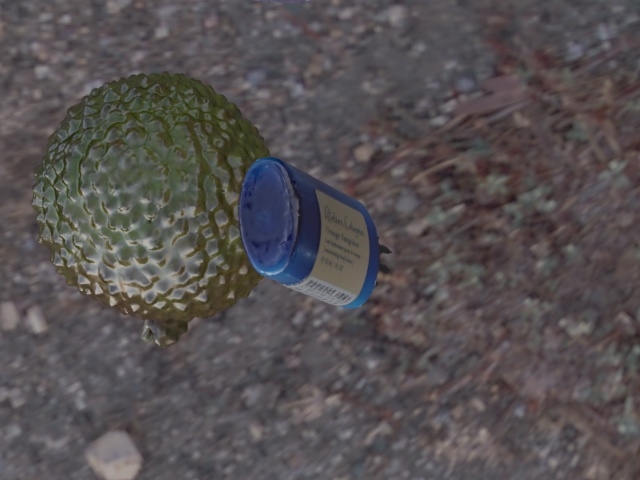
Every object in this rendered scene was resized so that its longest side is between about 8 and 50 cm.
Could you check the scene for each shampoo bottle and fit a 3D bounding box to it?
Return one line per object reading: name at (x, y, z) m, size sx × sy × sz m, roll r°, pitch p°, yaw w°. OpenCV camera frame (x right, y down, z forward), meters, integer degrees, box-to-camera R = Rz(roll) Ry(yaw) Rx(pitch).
shampoo bottle at (0.000, 0.000, 1.319) m, size 0.050 × 0.183 × 0.087 m, roll -11°, pitch 75°, yaw 22°

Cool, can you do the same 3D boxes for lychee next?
lychee at (-0.168, -0.038, 1.917) m, size 0.269 × 0.320 × 0.270 m, roll -3°, pitch 75°, yaw 11°

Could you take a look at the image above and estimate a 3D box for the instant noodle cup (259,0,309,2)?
instant noodle cup at (-0.035, -0.334, 1.353) m, size 0.339 × 0.266 × 0.340 m, roll 0°, pitch 116°, yaw 0°
